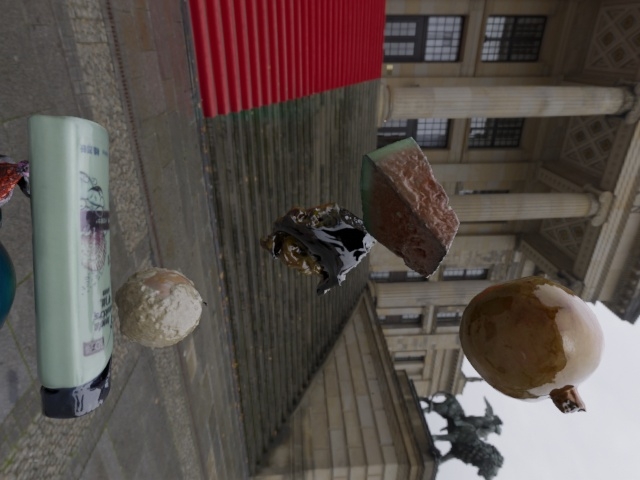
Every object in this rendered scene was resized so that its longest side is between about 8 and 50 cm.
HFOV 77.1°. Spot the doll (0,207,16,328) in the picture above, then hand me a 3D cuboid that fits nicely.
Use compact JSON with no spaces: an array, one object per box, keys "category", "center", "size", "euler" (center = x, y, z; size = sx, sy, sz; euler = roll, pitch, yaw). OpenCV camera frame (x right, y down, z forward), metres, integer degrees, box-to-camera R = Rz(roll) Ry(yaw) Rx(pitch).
[{"category":"doll","center":[-0.449,0.017,0.428],"size":[0.186,0.199,0.321],"euler":[-34,-118,36]}]

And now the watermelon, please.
[{"category":"watermelon","center":[0.184,-0.044,0.770],"size":[0.192,0.140,0.256],"euler":[78,-13,-47]}]

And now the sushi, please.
[{"category":"sushi","center":[-0.005,0.005,0.928],"size":[0.200,0.204,0.213],"euler":[-47,180,25]}]

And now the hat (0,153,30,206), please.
[{"category":"hat","center":[-0.727,-0.152,0.907],"size":[0.129,0.228,0.139],"euler":[-40,117,-66]}]

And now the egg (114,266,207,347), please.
[{"category":"egg","center":[-0.525,0.223,1.321],"size":[0.310,0.280,0.278],"euler":[99,-11,-69]}]

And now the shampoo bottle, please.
[{"category":"shampoo bottle","center":[-0.314,0.033,0.522],"size":[0.134,0.078,0.358],"euler":[-159,-111,-77]}]

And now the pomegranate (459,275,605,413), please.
[{"category":"pomegranate","center":[0.419,0.208,0.795],"size":[0.229,0.252,0.270],"euler":[29,38,-53]}]
